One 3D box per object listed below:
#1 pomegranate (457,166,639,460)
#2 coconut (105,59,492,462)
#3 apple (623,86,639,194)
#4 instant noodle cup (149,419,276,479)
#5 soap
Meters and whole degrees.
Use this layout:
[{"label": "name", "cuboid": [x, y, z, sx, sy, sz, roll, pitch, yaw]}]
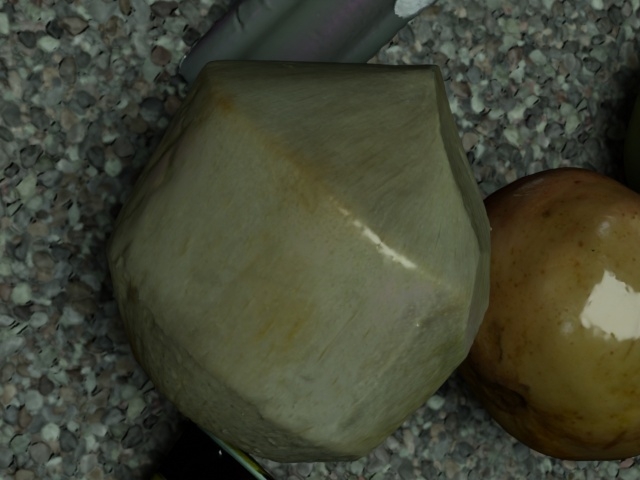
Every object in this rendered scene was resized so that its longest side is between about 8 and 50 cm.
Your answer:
[{"label": "pomegranate", "cuboid": [0.295, 0.065, 1.619, 0.338, 0.338, 0.338, 0, 89, -22]}, {"label": "coconut", "cuboid": [0.000, 0.000, 1.447, 0.344, 0.415, 0.415, 7, 86, -64]}, {"label": "apple", "cuboid": [0.542, -0.104, 1.725, 0.357, 0.357, 0.357, 0, 89, -22]}, {"label": "instant noodle cup", "cuboid": [-0.128, 0.323, 1.518, 0.215, 0.215, 0.236, 45, 82, -16]}, {"label": "soap", "cuboid": [0.003, -0.276, 1.653, 0.159, 0.258, 0.302, 42, 119, -17]}]
